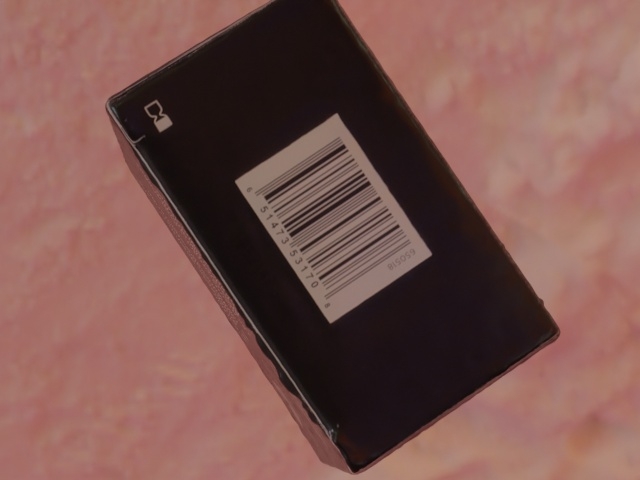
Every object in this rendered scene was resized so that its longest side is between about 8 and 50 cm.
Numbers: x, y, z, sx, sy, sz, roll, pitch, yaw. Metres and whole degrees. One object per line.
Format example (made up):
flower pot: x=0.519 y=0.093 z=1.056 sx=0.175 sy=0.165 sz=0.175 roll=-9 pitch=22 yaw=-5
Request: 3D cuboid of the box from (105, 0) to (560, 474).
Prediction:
box: x=0.000 y=0.000 z=0.670 sx=0.093 sy=0.158 sz=0.156 roll=-33 pitch=87 yaw=-7
